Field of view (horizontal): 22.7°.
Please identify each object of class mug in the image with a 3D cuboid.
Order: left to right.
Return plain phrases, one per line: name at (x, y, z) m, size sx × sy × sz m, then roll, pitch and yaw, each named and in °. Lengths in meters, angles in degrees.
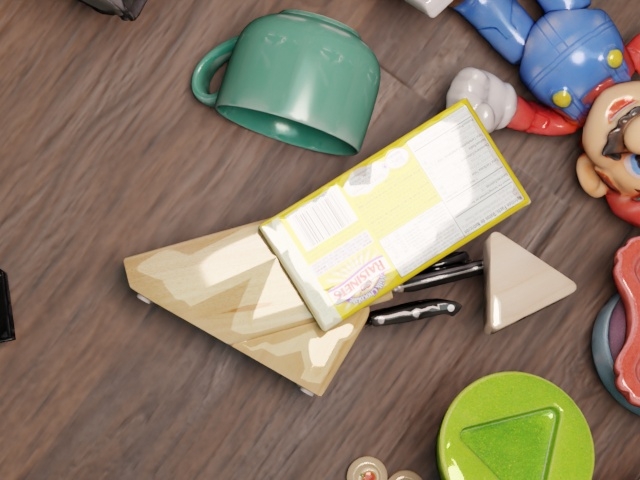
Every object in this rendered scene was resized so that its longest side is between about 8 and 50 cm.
mug at (-0.027, -0.143, 1.360) m, size 0.158 × 0.129 × 0.097 m, roll 18°, pitch 84°, yaw -4°

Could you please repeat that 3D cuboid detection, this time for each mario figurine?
mario figurine at (0.235, -0.144, 1.353) m, size 0.320 × 0.198 × 0.170 m, roll 50°, pitch 45°, yaw 4°

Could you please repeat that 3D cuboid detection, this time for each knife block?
knife block at (0.000, 0.000, 1.381) m, size 0.276 × 0.088 × 0.242 m, roll 30°, pitch 86°, yaw -3°

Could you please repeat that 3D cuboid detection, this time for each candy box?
candy box at (0.062, -0.022, 1.327) m, size 0.206 × 0.027 × 0.105 m, roll -32°, pitch 94°, yaw -5°

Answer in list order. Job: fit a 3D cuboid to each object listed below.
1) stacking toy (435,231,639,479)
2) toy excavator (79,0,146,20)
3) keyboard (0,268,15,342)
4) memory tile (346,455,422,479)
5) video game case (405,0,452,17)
stacking toy at (0.231, 0.151, 1.369) m, size 0.280 × 0.130 × 0.308 m, roll 15°, pitch 70°, yaw -7°
toy excavator at (-0.347, -0.392, 1.309) m, size 0.433 × 0.445 × 0.222 m, roll 30°, pitch 84°, yaw -45°
keyboard at (-0.361, 0.087, 1.383) m, size 0.192 × 0.038 × 0.100 m, roll -10°, pitch 66°, yaw -4°
memory tile at (0.055, 0.274, 1.416) m, size 0.113 × 0.012 × 0.148 m, roll 22°, pitch 87°, yaw -4°
video game case at (0.113, -0.291, 1.369) m, size 0.190 × 0.173 × 0.022 m, roll -43°, pitch 134°, yaw -5°
